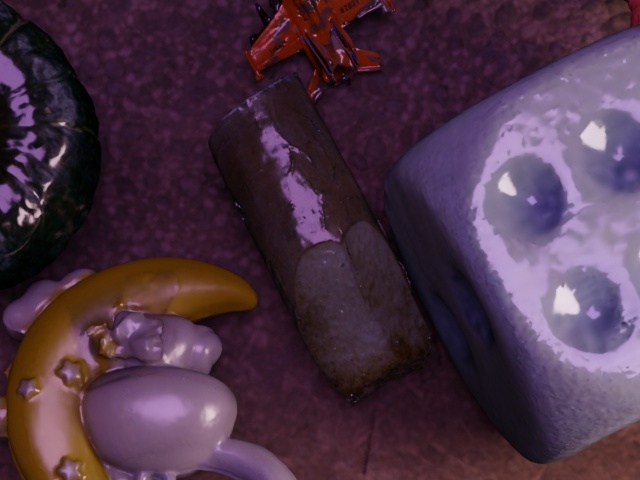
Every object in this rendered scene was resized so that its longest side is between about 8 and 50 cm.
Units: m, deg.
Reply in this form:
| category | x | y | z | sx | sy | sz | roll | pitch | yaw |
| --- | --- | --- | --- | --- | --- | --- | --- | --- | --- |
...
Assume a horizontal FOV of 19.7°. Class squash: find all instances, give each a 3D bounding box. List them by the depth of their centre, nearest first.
| category | x | y | z | sx | sy | sz | roll | pitch | yaw |
| --- | --- | --- | --- | --- | --- | --- | --- | --- | --- |
| squash | -0.300 | -0.073 | 1.455 | 0.252 | 0.165 | 0.252 | 1 | 76 | -4 |

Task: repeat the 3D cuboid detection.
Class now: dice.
| category | x | y | z | sx | sy | sz | roll | pitch | yaw |
| --- | --- | --- | --- | --- | --- | --- | --- | --- | --- |
| dice | 0.221 | 0.003 | 1.429 | 0.268 | 0.262 | 0.264 | -26 | 82 | -7 |

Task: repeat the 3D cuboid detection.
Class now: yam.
| category | x | y | z | sx | sy | sz | roll | pitch | yaw |
| --- | --- | --- | --- | --- | --- | --- | --- | --- | --- |
| yam | 0.000 | 0.000 | 1.499 | 0.106 | 0.106 | 0.259 | -27 | 81 | -8 |

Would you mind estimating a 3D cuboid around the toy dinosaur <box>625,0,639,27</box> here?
| category | x | y | z | sx | sy | sz | roll | pitch | yaw |
| --- | --- | --- | --- | --- | --- | --- | --- | --- | --- |
| toy dinosaur | 0.268 | -0.295 | 1.547 | 0.070 | 0.139 | 0.286 | -2 | 80 | -5 |

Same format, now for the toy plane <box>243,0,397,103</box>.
| category | x | y | z | sx | sy | sz | roll | pitch | yaw |
| --- | --- | --- | --- | --- | --- | --- | --- | --- | --- |
| toy plane | -0.019 | -0.209 | 1.547 | 0.135 | 0.062 | 0.188 | -30 | 96 | -5 |

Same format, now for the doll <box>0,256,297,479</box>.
| category | x | y | z | sx | sy | sz | roll | pitch | yaw |
| --- | --- | --- | --- | --- | --- | --- | --- | --- | --- |
| doll | -0.142 | 0.129 | 1.463 | 0.252 | 0.111 | 0.237 | -2 | 65 | -3 |
